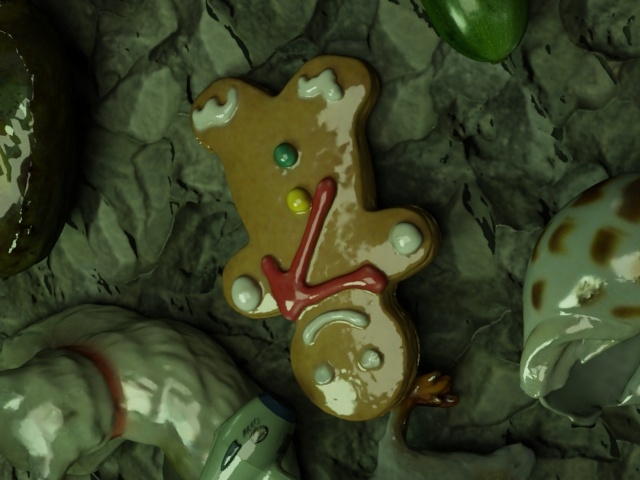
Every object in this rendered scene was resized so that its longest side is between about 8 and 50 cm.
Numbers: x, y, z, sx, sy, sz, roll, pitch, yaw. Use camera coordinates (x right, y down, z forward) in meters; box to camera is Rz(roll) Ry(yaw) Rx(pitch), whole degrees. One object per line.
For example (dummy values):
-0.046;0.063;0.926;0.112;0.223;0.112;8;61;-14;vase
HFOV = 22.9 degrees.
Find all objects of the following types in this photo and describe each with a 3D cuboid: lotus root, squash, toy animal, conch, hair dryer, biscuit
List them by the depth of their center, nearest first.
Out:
0.273;0.022;1.329;0.275;0.183;0.148;-31;52;12;conch
0.077;-0.325;1.343;0.101;0.101;0.378;-28;91;23;squash
-0.047;0.257;1.432;0.167;0.067;0.199;-42;70;16;hair dryer
0.000;0.000;1.443;0.216;0.047;0.339;-13;87;23;biscuit
0.045;0.266;1.471;0.284;0.225;0.302;10;82;11;toy animal
-0.306;-0.105;1.504;0.160;0.152;0.275;11;112;20;lotus root
-0.173;0.199;1.518;0.266;0.188;0.308;-23;90;13;toy animal
